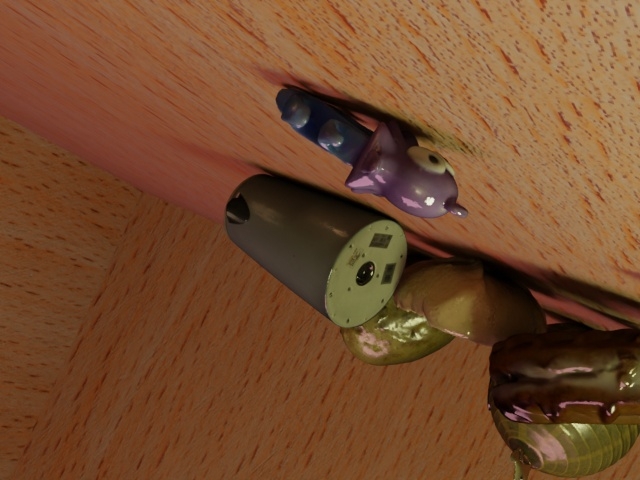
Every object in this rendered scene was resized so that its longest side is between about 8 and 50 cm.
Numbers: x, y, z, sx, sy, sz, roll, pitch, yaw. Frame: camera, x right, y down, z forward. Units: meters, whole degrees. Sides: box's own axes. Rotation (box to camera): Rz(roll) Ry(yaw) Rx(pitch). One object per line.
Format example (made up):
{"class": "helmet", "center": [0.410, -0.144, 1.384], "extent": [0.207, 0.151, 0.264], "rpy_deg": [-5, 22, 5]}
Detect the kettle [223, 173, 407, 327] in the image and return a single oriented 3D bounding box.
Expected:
{"class": "kettle", "center": [0.000, 0.000, 1.659], "extent": [0.243, 0.160, 0.210], "rpy_deg": [30, -163, 38]}

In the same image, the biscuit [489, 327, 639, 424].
{"class": "biscuit", "center": [0.343, 0.172, 1.437], "extent": [0.268, 0.115, 0.366], "rpy_deg": [0, 170, 0]}

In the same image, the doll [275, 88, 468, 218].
{"class": "doll", "center": [0.037, -0.073, 0.943], "extent": [0.206, 0.067, 0.110], "rpy_deg": [34, -165, 25]}

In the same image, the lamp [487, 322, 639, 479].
{"class": "lamp", "center": [0.373, 0.271, 1.844], "extent": [0.250, 0.284, 0.250], "rpy_deg": [32, 152, 20]}

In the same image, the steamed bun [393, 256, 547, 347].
{"class": "steamed bun", "center": [0.214, 0.081, 1.595], "extent": [0.231, 0.110, 0.212], "rpy_deg": [18, -177, 3]}

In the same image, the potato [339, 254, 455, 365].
{"class": "potato", "center": [0.135, 0.111, 1.913], "extent": [0.173, 0.210, 0.307], "rpy_deg": [65, -175, 2]}
